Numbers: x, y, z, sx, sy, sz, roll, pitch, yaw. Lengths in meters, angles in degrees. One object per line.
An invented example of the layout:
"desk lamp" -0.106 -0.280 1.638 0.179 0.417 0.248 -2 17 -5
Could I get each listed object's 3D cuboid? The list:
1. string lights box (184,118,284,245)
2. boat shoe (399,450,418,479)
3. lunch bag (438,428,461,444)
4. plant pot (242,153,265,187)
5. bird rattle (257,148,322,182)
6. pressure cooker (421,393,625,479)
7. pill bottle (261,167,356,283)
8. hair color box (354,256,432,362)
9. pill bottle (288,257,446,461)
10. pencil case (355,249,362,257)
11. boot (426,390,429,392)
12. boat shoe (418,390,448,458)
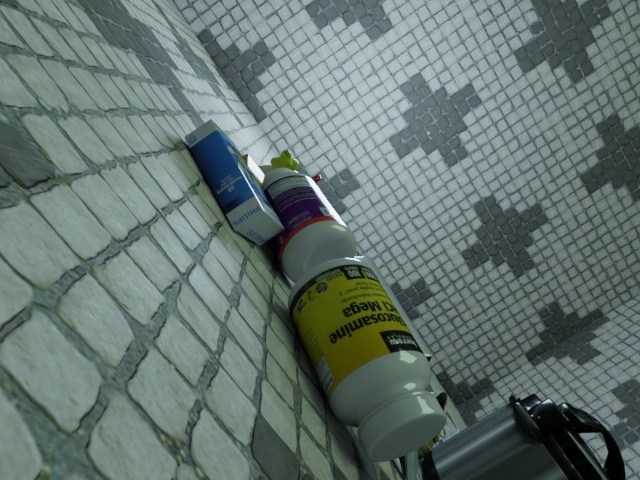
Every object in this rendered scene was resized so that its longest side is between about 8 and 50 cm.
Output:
"string lights box" -0.188 -0.124 1.090 0.259 0.077 0.133 58 5 20
"boat shoe" 0.157 0.412 1.051 0.065 0.083 0.183 43 41 -65
"lunch bag" 0.517 0.792 1.642 0.303 0.115 0.243 56 3 6
"plant pot" -0.190 -0.146 1.216 0.081 0.081 0.083 53 17 -33
"bird rattle" -0.118 -0.226 1.735 0.253 0.207 0.143 10 88 -62
"pressure cooker" 0.496 0.569 1.157 0.375 0.420 0.370 59 6 24
"pill bottle" -0.053 -0.047 1.226 0.181 0.181 0.323 50 4 -44
"hair color box" 0.101 0.185 1.199 0.174 0.105 0.347 2 38 -25
"pill bottle" 0.078 0.204 0.891 0.188 0.188 0.334 49 8 -49
"pencil case" 0.135 0.180 1.532 0.160 0.183 0.410 -19 73 -52
"boot" 0.301 0.504 1.609 0.220 0.109 0.283 62 0 19
"boat shoe" 0.302 0.501 1.395 0.104 0.089 0.285 60 20 -3
